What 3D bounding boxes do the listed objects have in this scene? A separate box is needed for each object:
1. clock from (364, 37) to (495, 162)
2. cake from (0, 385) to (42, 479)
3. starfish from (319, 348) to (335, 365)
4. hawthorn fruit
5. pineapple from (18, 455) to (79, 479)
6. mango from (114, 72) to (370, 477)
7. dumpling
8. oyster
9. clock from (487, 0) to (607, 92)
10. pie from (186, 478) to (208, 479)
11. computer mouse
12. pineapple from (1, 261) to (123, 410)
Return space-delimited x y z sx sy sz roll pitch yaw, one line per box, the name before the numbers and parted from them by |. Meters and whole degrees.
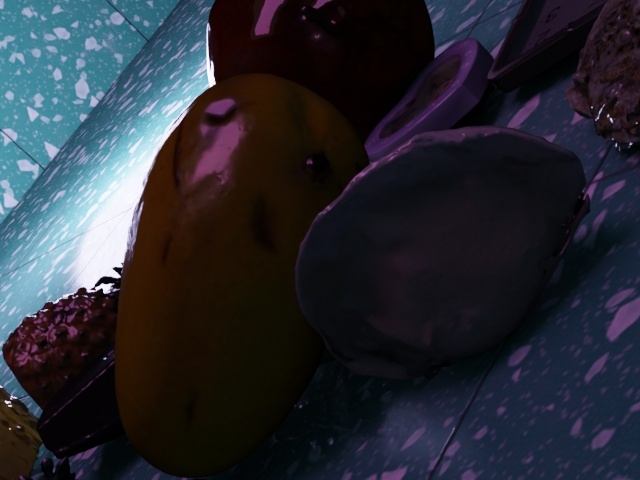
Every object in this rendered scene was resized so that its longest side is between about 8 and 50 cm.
clock | 0.147 -0.157 1.973 0.198 0.064 0.172 -52 18 -19
cake | -0.518 0.306 2.182 0.222 0.227 0.286 -48 10 11
starfish | 0.044 0.044 1.762 0.238 0.071 0.216 -54 14 -29
hawthorn fruit | 0.006 -0.259 2.139 0.325 0.308 0.308 -45 11 52
pineapple | -0.318 0.336 1.892 0.083 0.103 0.221 -9 22 4
mango | -0.098 0.048 1.642 0.301 0.221 0.445 -110 38 -51
dumpling | 0.103 -0.001 1.483 0.293 0.204 0.163 -49 6 24
oyster | 0.325 -0.169 1.539 0.198 0.112 0.267 -64 22 11
clock | 0.330 -0.300 1.894 0.273 0.049 0.279 -31 22 43
pie | -0.172 0.316 1.679 0.187 0.041 0.187 -41 19 17
computer mouse | -0.225 0.169 2.036 0.269 0.100 0.170 -41 6 10
pineapple | -0.272 0.099 2.263 0.340 0.169 0.169 -41 16 -6
